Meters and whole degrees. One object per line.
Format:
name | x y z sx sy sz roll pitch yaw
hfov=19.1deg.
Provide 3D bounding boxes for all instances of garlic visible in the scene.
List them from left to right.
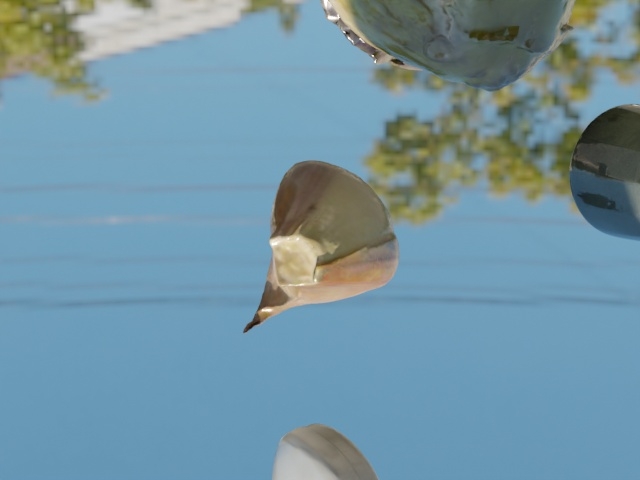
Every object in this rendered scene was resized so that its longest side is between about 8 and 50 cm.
garlic | 0.008 0.006 1.610 0.115 0.128 0.206 9 161 -5

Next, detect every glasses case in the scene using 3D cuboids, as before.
glasses case | 0.008 0.190 1.062 0.049 0.197 0.076 -22 -144 -28

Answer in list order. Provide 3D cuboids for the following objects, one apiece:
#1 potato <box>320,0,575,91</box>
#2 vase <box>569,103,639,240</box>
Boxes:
potato | 0.157 -0.258 1.197 0.290 0.397 0.296 7 -162 -34
vase | 0.239 -0.030 1.126 0.086 0.086 0.214 -10 -167 -24
